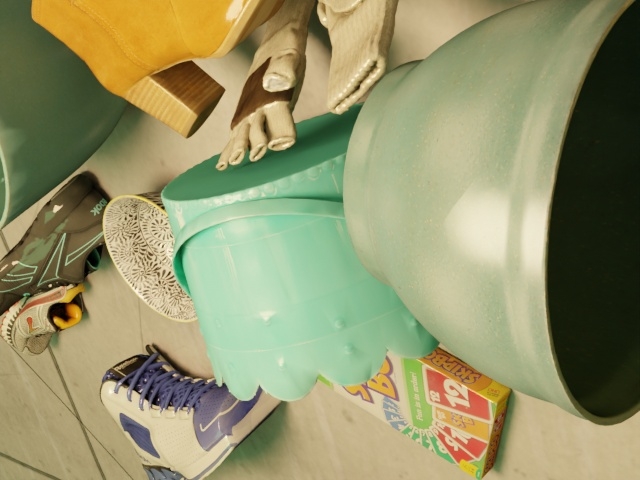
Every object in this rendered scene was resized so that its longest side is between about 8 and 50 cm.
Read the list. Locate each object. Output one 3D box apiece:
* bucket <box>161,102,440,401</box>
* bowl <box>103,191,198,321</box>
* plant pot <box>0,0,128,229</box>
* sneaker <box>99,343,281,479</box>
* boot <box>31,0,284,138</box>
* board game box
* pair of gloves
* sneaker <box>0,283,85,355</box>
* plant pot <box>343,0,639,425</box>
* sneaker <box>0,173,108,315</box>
[{"bbox_3d":[0.000,0.000,1.004,0.281,0.281,0.183,-4,112,47],"label":"bucket"},{"bbox_3d":[-0.167,0.004,1.316,0.170,0.080,0.170,26,135,29],"label":"bowl"},{"bbox_3d":[-0.344,-0.184,1.218,0.293,0.235,0.293,27,136,29],"label":"plant pot"},{"bbox_3d":[-0.200,0.223,1.486,0.182,0.127,0.315,51,144,-3],"label":"sneaker"},{"bbox_3d":[-0.143,-0.239,0.978,0.211,0.104,0.295,39,133,-1],"label":"boot"},{"bbox_3d":[0.080,0.148,1.224,0.259,0.039,0.124,30,137,29],"label":"board game box"},{"bbox_3d":[-0.006,-0.173,0.928,0.042,0.204,0.240,25,150,-23],"label":"pair of gloves"},{"bbox_3d":[-0.398,0.108,1.624,0.093,0.088,0.225,42,141,10],"label":"sneaker"},{"bbox_3d":[0.142,-0.037,0.797,0.196,0.293,0.293,12,127,37],"label":"plant pot"},{"bbox_3d":[-0.358,0.032,1.475,0.106,0.101,0.267,41,121,-11],"label":"sneaker"}]
